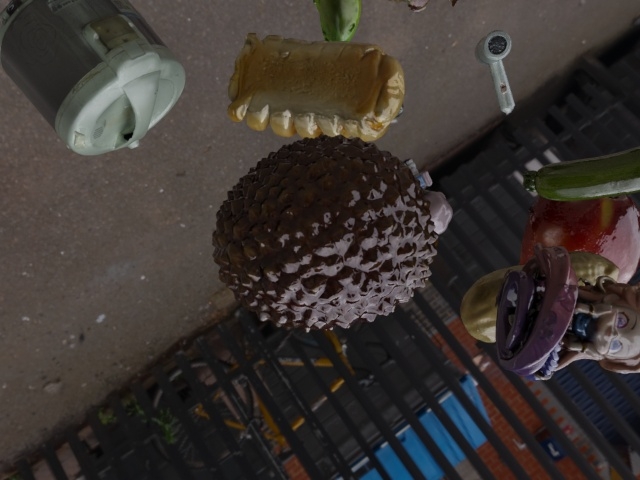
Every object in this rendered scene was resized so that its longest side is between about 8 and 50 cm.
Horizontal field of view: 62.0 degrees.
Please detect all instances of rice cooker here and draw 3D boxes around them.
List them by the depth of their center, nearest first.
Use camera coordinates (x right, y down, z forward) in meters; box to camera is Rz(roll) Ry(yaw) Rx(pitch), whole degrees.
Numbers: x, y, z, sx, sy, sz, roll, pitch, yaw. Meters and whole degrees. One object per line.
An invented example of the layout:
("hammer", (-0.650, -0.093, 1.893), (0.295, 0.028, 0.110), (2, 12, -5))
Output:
("rice cooker", (-0.426, -0.327, 1.026), (0.288, 0.277, 0.288), (-41, 178, -2))

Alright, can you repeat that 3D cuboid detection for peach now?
("peach", (0.618, 0.031, 1.252), (0.258, 0.201, 0.361), (4, 106, -30))

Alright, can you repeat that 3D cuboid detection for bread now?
("bread", (-0.008, -0.258, 0.928), (0.121, 0.311, 0.172), (42, 63, -72))

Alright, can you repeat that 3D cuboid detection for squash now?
("squash", (0.432, -0.099, 0.805), (0.258, 0.069, 0.069), (-10, -175, 44))

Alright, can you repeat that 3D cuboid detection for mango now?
("mango", (0.047, -0.576, 1.333), (0.100, 0.119, 0.178), (-25, 131, -28))

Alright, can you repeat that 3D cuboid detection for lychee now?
("lychee", (0.000, 0.000, 0.667), (0.267, 0.267, 0.267), (-33, 161, -13))

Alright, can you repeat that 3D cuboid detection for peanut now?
("peanut", (0.411, 0.101, 1.017), (0.319, 0.147, 0.147), (-18, 158, -10))

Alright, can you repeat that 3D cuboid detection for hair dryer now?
("hair dryer", (0.299, -0.277, 0.892), (0.047, 0.137, 0.082), (-17, -170, 10))

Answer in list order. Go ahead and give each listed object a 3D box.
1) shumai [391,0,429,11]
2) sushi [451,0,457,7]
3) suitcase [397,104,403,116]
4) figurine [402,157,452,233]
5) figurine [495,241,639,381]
("shumai", (0.298, -0.882, 1.827), (0.210, 0.152, 0.161), (-18, 162, 18))
("sushi", (0.343, -0.676, 1.401), (0.062, 0.117, 0.060), (2, 169, -38))
("suitcase", (0.043, -0.321, 1.187), (0.202, 0.128, 0.312), (-6, -174, 33))
("figurine", (0.252, -0.095, 1.314), (0.137, 0.229, 0.112), (-26, -179, -36))
("figurine", (0.230, 0.067, 0.482), (0.157, 0.126, 0.114), (4, -178, -16))
